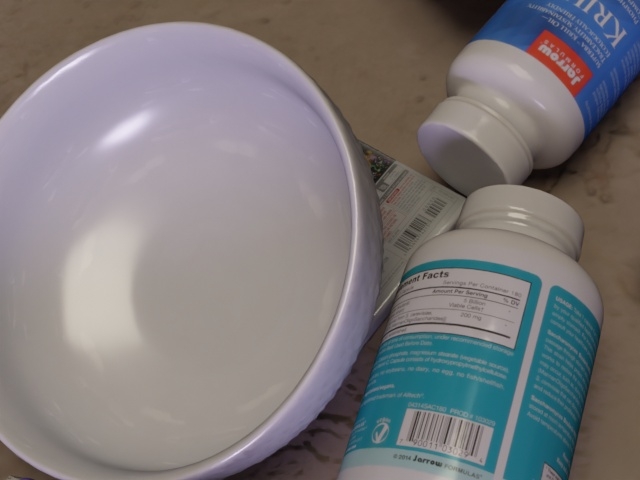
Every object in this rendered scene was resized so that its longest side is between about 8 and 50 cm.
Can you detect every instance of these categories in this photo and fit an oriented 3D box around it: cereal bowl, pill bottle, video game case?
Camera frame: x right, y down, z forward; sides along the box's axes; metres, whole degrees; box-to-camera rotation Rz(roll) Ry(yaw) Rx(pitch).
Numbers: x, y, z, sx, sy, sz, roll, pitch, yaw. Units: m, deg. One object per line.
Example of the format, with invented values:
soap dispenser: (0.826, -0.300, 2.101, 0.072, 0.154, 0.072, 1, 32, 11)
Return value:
cereal bowl: (-0.105, 0.019, 0.839, 0.339, 0.141, 0.339, -6, 72, 19)
pill bottle: (0.110, 0.094, 0.771, 0.146, 0.146, 0.264, 12, 61, 18)
pill bottle: (0.181, -0.137, 0.913, 0.124, 0.124, 0.221, 31, 69, 26)
video game case: (0.000, 0.000, 0.925, 0.173, 0.022, 0.190, 31, 70, 26)

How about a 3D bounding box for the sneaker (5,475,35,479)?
sneaker: (-0.246, 0.306, 0.745, 0.146, 0.102, 0.293, 27, 72, 20)
